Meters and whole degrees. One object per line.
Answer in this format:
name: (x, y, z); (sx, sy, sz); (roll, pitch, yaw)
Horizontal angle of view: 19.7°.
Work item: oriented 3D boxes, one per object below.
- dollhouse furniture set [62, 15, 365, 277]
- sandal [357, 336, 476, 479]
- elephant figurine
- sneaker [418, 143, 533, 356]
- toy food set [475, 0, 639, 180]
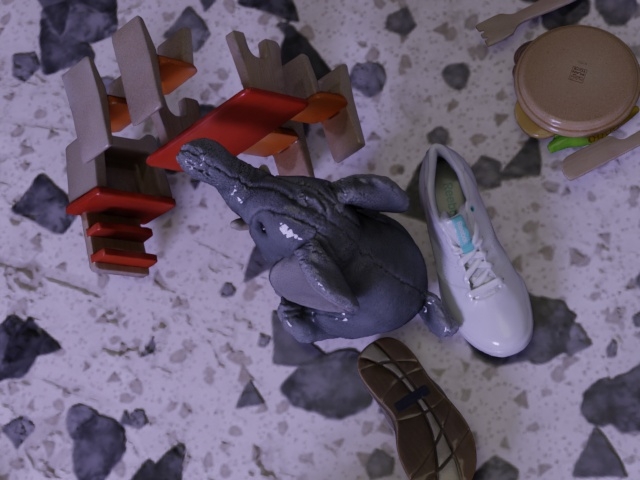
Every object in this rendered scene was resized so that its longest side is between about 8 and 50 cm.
dollhouse furniture set: (-0.123, -0.079, 1.734); (0.259, 0.262, 0.135); (-31, 63, 39)
sandal: (0.093, 0.170, 1.726); (0.072, 0.049, 0.180); (-28, 57, -4)
elephant figurine: (0.000, 0.000, 1.676); (0.186, 0.239, 0.169); (-18, 65, 7)
sneaker: (0.137, 0.007, 1.735); (0.080, 0.094, 0.212); (-22, 73, 2)
toy food set: (0.246, -0.151, 1.794); (0.132, 0.038, 0.192); (-25, 67, -5)
